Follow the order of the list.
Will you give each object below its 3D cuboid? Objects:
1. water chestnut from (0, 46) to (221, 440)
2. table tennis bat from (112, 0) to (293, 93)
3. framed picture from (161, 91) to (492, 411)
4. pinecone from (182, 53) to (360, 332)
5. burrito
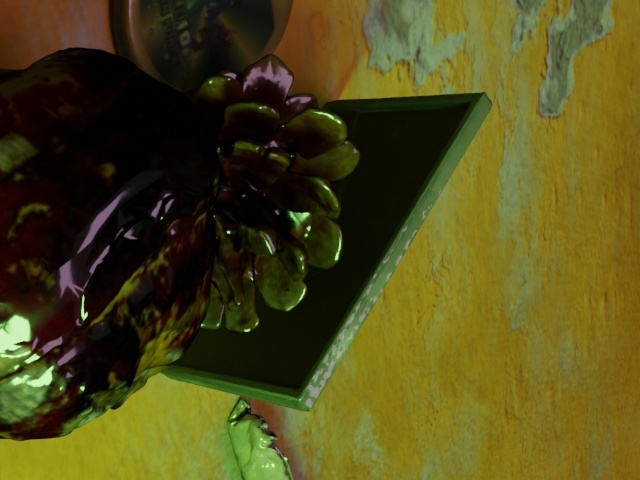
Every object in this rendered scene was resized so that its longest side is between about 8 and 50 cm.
[{"bbox_3d":[-0.202,-0.007,1.080,0.289,0.244,0.289,-37,139,-42],"label":"water chestnut"},{"bbox_3d":[-0.059,-0.236,1.353,0.321,0.050,0.198,-33,132,-38],"label":"table tennis bat"},{"bbox_3d":[0.000,0.000,1.394,0.020,0.240,0.324,42,68,-29],"label":"framed picture"},{"bbox_3d":[-0.072,-0.029,1.294,0.229,0.202,0.201,-48,-166,12],"label":"pinecone"},{"bbox_3d":[-0.046,0.256,1.608,0.058,0.063,0.229,-78,159,-47],"label":"burrito"}]
